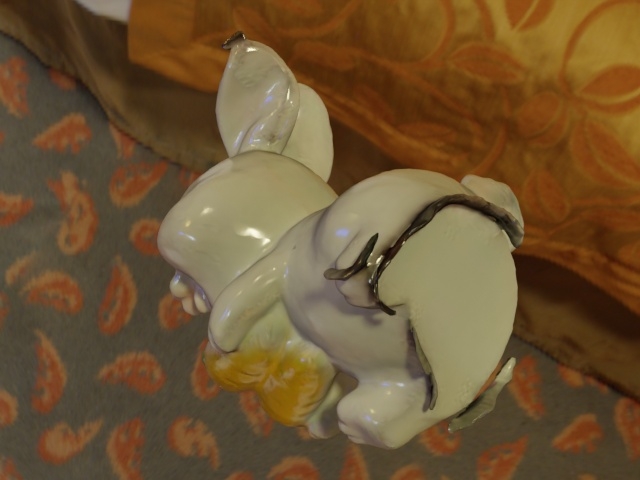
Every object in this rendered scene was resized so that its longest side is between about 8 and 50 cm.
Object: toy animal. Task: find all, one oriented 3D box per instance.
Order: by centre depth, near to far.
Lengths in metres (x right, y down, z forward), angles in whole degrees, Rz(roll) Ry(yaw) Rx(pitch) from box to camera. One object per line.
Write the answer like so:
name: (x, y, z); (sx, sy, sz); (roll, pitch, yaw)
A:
toy animal: (-0.005, 0.004, 0.772); (0.183, 0.310, 0.247); (36, 81, -41)
